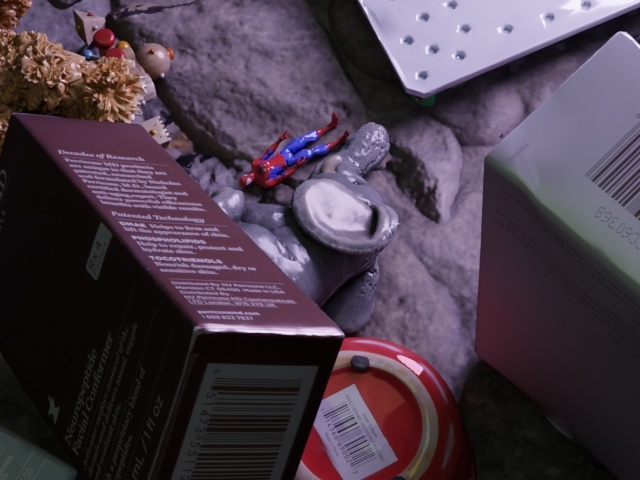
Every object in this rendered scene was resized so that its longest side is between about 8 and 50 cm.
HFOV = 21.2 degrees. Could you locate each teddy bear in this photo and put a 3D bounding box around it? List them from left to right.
[{"bbox_3d":[-0.324,-0.146,1.615,0.338,0.113,0.245,44,106,16],"label":"teddy bear"}]

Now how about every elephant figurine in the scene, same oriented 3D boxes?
[{"bbox_3d":[0.000,0.000,1.528,0.239,0.169,0.186,-16,92,-20],"label":"elephant figurine"}]

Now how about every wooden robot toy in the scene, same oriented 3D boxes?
[{"bbox_3d":[-0.175,-0.169,1.664,0.079,0.076,0.173,-22,64,-18],"label":"wooden robot toy"}]

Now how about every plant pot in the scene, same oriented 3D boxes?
[{"bbox_3d":[0.038,0.182,1.417,0.191,0.174,0.191,-1,63,2],"label":"plant pot"}]

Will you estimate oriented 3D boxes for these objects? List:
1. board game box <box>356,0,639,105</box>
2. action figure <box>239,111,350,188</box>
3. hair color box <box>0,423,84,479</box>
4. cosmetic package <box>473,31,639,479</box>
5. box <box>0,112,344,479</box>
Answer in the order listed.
[{"bbox_3d":[0.188,-0.358,1.732,0.390,0.050,0.390,-23,65,-6],"label":"board game box"},{"bbox_3d":[-0.028,-0.082,1.630,0.115,0.030,0.038,-32,71,-8],"label":"action figure"},{"bbox_3d":[-0.372,0.158,1.421,0.374,0.185,0.114,29,78,8],"label":"hair color box"},{"bbox_3d":[0.248,0.039,1.350,0.156,0.385,0.217,-43,71,-14],"label":"cosmetic package"},{"bbox_3d":[-0.150,0.059,1.386,0.143,0.191,0.381,5,24,-33],"label":"box"}]
